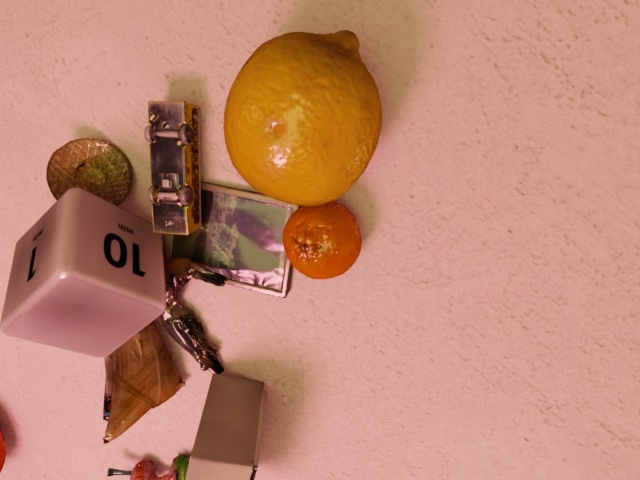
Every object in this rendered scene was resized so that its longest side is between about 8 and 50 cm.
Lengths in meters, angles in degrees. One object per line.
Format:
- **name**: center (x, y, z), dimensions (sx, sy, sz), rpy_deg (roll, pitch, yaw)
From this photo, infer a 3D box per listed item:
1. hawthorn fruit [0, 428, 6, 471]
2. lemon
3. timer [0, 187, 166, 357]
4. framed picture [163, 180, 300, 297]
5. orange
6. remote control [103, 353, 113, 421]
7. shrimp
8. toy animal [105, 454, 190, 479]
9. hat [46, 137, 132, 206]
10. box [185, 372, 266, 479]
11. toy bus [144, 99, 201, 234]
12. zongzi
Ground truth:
- **hawthorn fruit**: center (-0.855, 0.464, 1.113), dimensions (0.241, 0.242, 0.272), rpy_deg (9, 100, 10)
- **lemon**: center (-0.025, -0.180, 0.717), dimensions (0.228, 0.228, 0.254), rpy_deg (16, 113, 8)
- **timer**: center (-0.405, 0.062, 0.861), dimensions (0.194, 0.195, 0.192), rpy_deg (-37, 137, 20)
- **framed picture**: center (-0.170, -0.008, 0.915), dimensions (0.259, 0.023, 0.189), rpy_deg (13, 106, 10)
- **orange**: center (0.002, 0.002, 0.825), dimensions (0.135, 0.117, 0.136), rpy_deg (5, 117, 11)
- **remote control**: center (-0.445, 0.309, 1.070), dimensions (0.059, 0.028, 0.212), rpy_deg (13, 109, 10)
- **shrimp**: center (-0.227, 0.147, 0.944), dimensions (0.198, 0.051, 0.262), rpy_deg (-26, 101, 32)
- **toy animal**: center (-0.370, 0.536, 1.084), dimensions (0.208, 0.100, 0.103), rpy_deg (-8, 66, 3)
- **hat**: center (-0.430, -0.113, 0.925), dimensions (0.145, 0.067, 0.146), rpy_deg (3, 80, -20)
- **box**: center (-0.184, 0.418, 0.927), dimensions (0.117, 0.225, 0.225), rpy_deg (13, 110, -7)
- **toy bus**: center (-0.251, -0.125, 0.856), dimensions (0.081, 0.074, 0.226), rpy_deg (3, 101, 13)
- **zongzi**: center (-0.372, 0.260, 0.950), dimensions (0.099, 0.197, 0.195), rpy_deg (-16, 100, 27)
